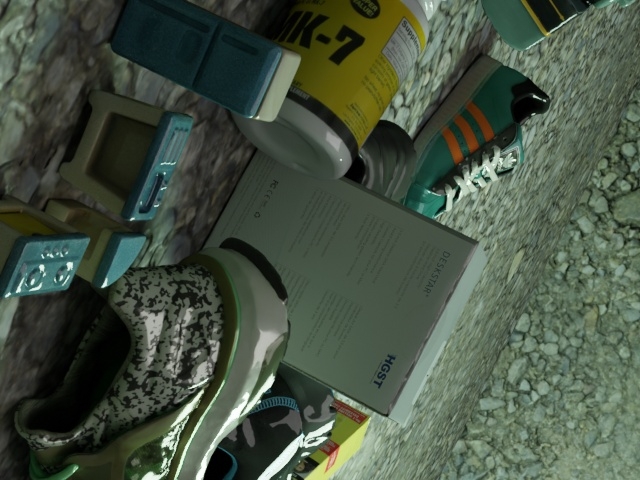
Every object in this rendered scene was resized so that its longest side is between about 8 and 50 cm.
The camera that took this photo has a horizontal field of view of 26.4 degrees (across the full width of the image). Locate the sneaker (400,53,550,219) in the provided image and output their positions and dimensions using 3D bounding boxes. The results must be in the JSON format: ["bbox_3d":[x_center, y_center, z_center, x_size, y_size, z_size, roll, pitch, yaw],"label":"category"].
[{"bbox_3d":[0.200,-0.117,1.805,0.302,0.121,0.108,-55,161,-25],"label":"sneaker"}]

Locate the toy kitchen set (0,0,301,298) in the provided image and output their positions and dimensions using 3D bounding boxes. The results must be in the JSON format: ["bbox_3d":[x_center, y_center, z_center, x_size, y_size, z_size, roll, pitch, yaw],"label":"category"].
[{"bbox_3d":[-0.130,-0.060,0.902,0.207,0.122,0.166,-66,163,10],"label":"toy kitchen set"}]

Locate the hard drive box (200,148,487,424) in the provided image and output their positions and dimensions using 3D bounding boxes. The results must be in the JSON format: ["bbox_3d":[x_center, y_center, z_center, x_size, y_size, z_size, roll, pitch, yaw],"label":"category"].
[{"bbox_3d":[0.011,0.039,1.281,0.181,0.232,0.089,-61,163,-5],"label":"hard drive box"}]

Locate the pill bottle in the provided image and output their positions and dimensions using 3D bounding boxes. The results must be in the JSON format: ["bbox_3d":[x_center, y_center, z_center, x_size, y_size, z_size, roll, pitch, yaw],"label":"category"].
[{"bbox_3d":[0.021,-0.168,1.198,0.208,0.119,0.119,-59,163,-17],"label":"pill bottle"}]

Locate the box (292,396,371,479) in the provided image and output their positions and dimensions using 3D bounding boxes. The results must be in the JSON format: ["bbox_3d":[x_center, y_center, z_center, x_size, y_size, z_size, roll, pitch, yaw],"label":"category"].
[{"bbox_3d":[-0.019,0.277,1.804,0.232,0.087,0.058,-28,141,-61],"label":"box"}]

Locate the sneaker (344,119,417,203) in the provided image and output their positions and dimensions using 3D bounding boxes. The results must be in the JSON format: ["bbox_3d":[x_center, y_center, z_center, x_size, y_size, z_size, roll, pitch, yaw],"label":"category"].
[{"bbox_3d":[0.000,0.000,1.455,0.130,0.109,0.286,7,102,-62],"label":"sneaker"}]

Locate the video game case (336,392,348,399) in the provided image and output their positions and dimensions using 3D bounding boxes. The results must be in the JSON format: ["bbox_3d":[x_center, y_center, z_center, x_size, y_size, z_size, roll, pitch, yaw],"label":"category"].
[{"bbox_3d":[0.052,0.088,1.763,0.173,0.022,0.190,83,22,-62],"label":"video game case"}]

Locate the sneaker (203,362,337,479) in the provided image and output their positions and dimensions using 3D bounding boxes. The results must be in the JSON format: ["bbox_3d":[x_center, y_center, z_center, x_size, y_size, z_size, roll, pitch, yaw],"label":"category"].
[{"bbox_3d":[-0.094,0.249,1.446,0.139,0.125,0.341,-16,140,-30],"label":"sneaker"}]

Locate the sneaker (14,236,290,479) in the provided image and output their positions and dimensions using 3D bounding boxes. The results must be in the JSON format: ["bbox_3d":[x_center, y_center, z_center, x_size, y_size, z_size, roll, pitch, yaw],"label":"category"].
[{"bbox_3d":[-0.190,0.173,1.138,0.182,0.158,0.410,11,109,-41],"label":"sneaker"}]

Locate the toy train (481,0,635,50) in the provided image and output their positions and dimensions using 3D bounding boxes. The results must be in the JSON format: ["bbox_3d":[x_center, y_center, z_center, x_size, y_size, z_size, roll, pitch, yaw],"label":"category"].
[{"bbox_3d":[0.332,-0.357,1.778,0.190,0.142,0.334,-31,-173,31],"label":"toy train"}]
